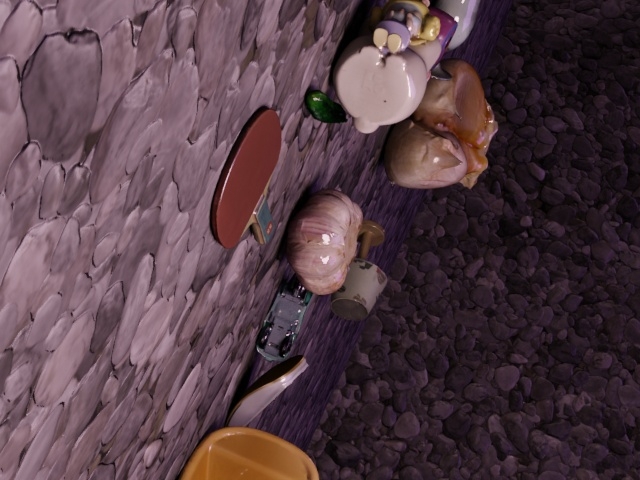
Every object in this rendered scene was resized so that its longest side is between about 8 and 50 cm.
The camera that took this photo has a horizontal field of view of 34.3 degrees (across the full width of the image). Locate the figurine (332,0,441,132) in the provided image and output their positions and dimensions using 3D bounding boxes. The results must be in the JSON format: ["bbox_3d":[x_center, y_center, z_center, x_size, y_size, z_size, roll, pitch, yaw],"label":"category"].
[{"bbox_3d":[0.102,-0.261,1.427,0.235,0.127,0.155,-61,156,-54],"label":"figurine"}]

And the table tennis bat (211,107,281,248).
[{"bbox_3d":[-0.077,-0.053,1.185,0.274,0.021,0.154,81,33,-71],"label":"table tennis bat"}]

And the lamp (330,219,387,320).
[{"bbox_3d":[0.085,0.060,2.178,0.121,0.121,0.215,102,5,-52],"label":"lamp"}]

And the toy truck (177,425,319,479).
[{"bbox_3d":[-0.119,0.420,1.566,0.288,0.204,0.212,-51,160,-56],"label":"toy truck"}]

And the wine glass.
[{"bbox_3d":[0.250,-0.419,2.007,0.093,0.092,0.202,-48,160,-65],"label":"wine glass"}]

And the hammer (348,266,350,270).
[{"bbox_3d":[-0.020,0.077,1.766,0.246,0.029,0.103,-60,-140,44],"label":"hammer"}]

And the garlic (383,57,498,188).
[{"bbox_3d":[0.254,-0.225,2.174,0.286,0.249,0.313,-53,156,20],"label":"garlic"}]

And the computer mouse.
[{"bbox_3d":[-0.094,0.249,1.693,0.199,0.045,0.102,-46,175,41],"label":"computer mouse"}]

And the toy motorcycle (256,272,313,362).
[{"bbox_3d":[-0.053,0.118,1.676,0.100,0.058,0.173,-63,175,-74],"label":"toy motorcycle"}]

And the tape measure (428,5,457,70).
[{"bbox_3d":[0.192,-0.358,1.874,0.125,0.074,0.118,-58,174,-23],"label":"tape measure"}]

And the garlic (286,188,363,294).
[{"bbox_3d":[0.000,0.000,1.543,0.147,0.102,0.159,59,41,-63],"label":"garlic"}]

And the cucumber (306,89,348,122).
[{"bbox_3d":[0.007,-0.170,1.356,0.036,0.033,0.184,-42,174,7],"label":"cucumber"}]
